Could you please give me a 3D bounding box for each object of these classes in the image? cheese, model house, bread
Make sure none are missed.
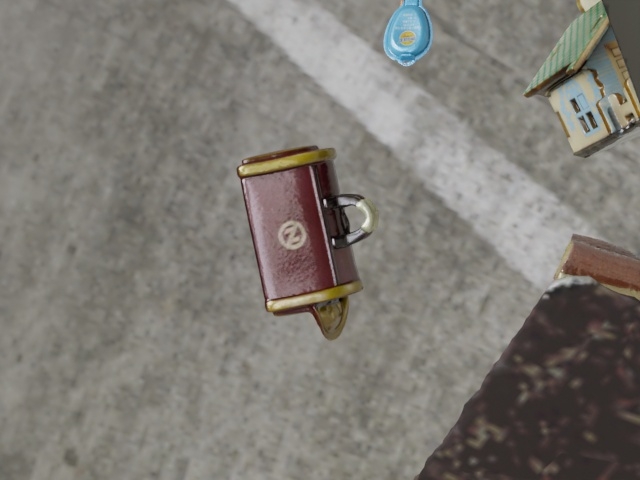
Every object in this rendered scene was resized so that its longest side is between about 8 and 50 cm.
[{"bbox_3d":[0.085,-0.214,1.471,0.047,0.017,0.111,2,71,13],"label":"cheese"},{"bbox_3d":[0.277,-0.208,1.197,0.206,0.271,0.178,67,162,5],"label":"model house"},{"bbox_3d":[0.301,0.043,1.621,0.067,0.192,0.119,-69,25,10],"label":"bread"}]

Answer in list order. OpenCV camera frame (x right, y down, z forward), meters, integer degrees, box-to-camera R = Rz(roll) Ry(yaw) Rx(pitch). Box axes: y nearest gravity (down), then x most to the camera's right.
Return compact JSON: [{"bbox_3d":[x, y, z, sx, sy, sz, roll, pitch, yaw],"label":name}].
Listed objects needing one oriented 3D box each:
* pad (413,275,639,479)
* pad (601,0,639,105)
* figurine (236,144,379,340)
[{"bbox_3d":[0.076,0.172,0.406,0.330,0.220,0.004,-60,7,32],"label":"pad"},{"bbox_3d":[0.187,-0.156,0.909,0.004,0.127,0.190,-14,104,38],"label":"pad"},{"bbox_3d":[0.000,0.001,1.228,0.098,0.082,0.154,-14,91,10],"label":"figurine"}]
